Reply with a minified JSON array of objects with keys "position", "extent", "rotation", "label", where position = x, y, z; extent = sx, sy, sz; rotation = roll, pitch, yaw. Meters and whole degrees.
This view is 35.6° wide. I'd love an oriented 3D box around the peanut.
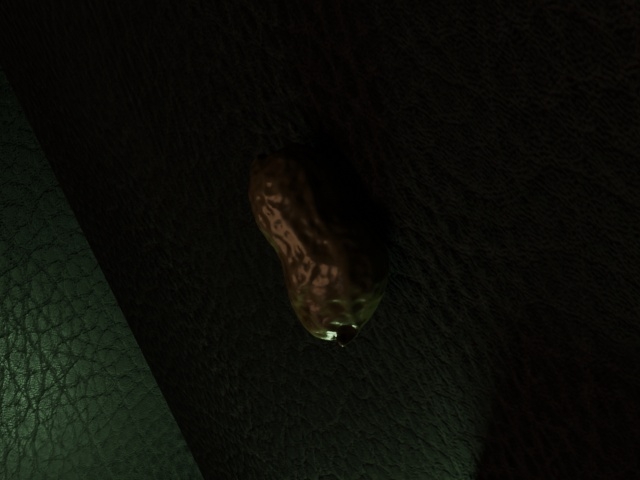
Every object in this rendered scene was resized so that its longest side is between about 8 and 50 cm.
[{"position":[0.009,0.001,1.388],"extent":[0.159,0.143,0.291],"rotation":[-16,103,31],"label":"peanut"}]
